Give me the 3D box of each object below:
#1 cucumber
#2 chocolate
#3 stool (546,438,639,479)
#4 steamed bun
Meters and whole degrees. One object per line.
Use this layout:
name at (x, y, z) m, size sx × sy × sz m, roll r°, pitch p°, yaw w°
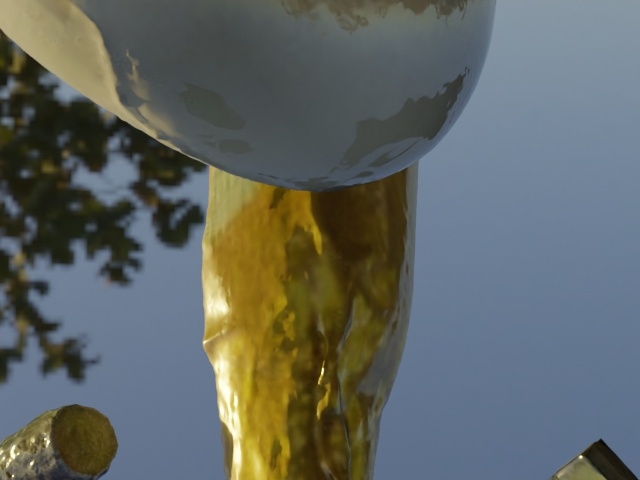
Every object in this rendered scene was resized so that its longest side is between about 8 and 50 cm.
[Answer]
cucumber at (-0.182, 0.150, 1.080) m, size 0.112 × 0.064 × 0.064 m, roll -35°, pitch 179°, yaw 27°
chocolate at (0.000, 0.000, 1.094) m, size 0.162 × 0.162 × 0.445 m, roll 3°, pitch -121°, yaw -4°
stool at (0.238, 0.161, 0.805) m, size 0.269 × 0.170 × 0.243 m, roll 47°, pitch -129°, yaw 6°
steamed bun at (-0.027, -0.132, 0.623) m, size 0.232 × 0.145 × 0.232 m, roll 31°, pitch -159°, yaw -13°
